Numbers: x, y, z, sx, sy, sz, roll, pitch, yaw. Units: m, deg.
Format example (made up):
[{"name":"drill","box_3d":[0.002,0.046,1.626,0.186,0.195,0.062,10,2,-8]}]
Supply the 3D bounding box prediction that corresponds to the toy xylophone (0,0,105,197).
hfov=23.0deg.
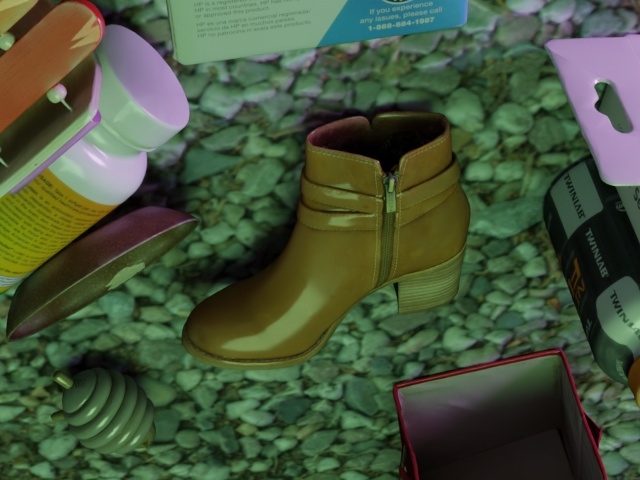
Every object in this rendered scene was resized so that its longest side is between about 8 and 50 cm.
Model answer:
[{"name":"toy xylophone","box_3d":[-0.311,-0.162,1.141,0.323,0.081,0.236,39,116,-12]}]

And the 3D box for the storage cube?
[{"name":"storage cube","box_3d":[0.194,0.260,1.679,0.215,0.183,0.193,-12,137,-1]}]

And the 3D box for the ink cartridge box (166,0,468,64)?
[{"name":"ink cartridge box","box_3d":[-0.013,-0.291,1.100,0.223,0.129,0.307,-8,136,-5]}]

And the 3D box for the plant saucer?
[{"name":"plant saucer","box_3d":[-0.198,0.022,1.385,0.199,0.036,0.198,-33,177,-2]}]

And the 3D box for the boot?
[{"name":"boot","box_3d":[0.000,0.000,1.417,0.284,0.109,0.220,-12,138,-4]}]

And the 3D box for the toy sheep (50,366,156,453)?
[{"name":"toy sheep","box_3d":[-0.216,0.168,1.563,0.091,0.091,0.132,-38,126,25]}]

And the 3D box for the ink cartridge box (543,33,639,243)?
[{"name":"ink cartridge box","box_3d":[0.370,-0.072,1.359,0.354,0.207,0.119,0,134,-11]}]

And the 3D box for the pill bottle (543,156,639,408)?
[{"name":"pill bottle","box_3d":[0.295,0.043,1.432,0.130,0.245,0.130,-7,136,-6]}]

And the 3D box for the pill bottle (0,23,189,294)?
[{"name":"pill bottle","box_3d":[-0.229,-0.064,1.279,0.246,0.136,0.136,-35,132,22]}]
